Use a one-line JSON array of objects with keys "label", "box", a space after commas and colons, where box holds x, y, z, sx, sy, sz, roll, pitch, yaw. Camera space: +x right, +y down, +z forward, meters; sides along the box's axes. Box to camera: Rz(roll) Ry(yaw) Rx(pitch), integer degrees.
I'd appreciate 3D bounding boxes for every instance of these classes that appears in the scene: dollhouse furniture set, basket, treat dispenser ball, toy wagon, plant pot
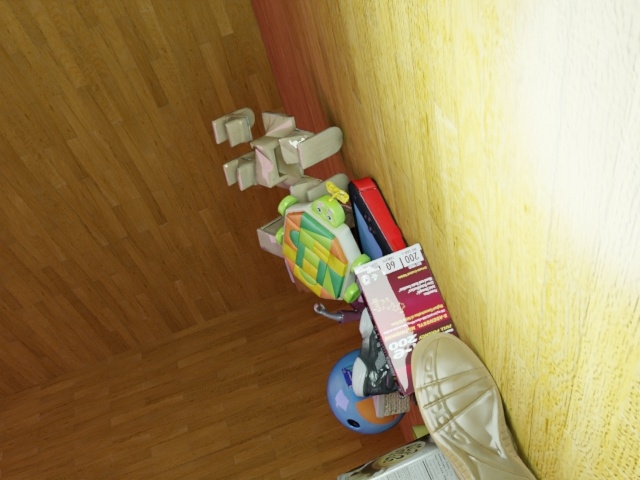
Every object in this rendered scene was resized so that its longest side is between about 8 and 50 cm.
[{"label": "dollhouse furniture set", "box": [-0.059, -0.178, 1.724, 0.362, 0.256, 0.394, 21, 132, 41]}, {"label": "basket", "box": [0.205, 0.417, 1.792, 0.113, 0.103, 0.167, -99, 4, -57]}, {"label": "treat dispenser ball", "box": [0.166, 0.511, 2.098, 0.288, 0.288, 0.288, 160, 90, -88]}, {"label": "toy wagon", "box": [0.000, 0.000, 1.493, 0.267, 0.068, 0.344, 39, 147, 21]}, {"label": "plant pot", "box": [0.294, 0.509, 1.519, 0.134, 0.095, 0.134, 160, 90, -88]}]

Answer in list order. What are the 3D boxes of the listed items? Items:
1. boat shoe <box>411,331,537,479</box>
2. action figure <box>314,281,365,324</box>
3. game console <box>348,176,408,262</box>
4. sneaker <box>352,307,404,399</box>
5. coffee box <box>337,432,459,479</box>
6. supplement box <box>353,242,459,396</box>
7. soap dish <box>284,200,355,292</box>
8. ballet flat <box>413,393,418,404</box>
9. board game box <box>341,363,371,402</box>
[{"label": "boat shoe", "box": [0.238, 0.309, 0.941, 0.342, 0.123, 0.123, 62, 173, 23]}, {"label": "action figure", "box": [0.131, 0.153, 1.988, 0.276, 0.248, 0.370, 11, 151, 36]}, {"label": "game console", "box": [0.158, 0.071, 1.388, 0.386, 0.060, 0.342, 73, 176, -60]}, {"label": "sneaker", "box": [0.174, 0.267, 1.540, 0.101, 0.153, 0.268, 60, -141, -61]}, {"label": "coffee box", "box": [0.192, 0.490, 1.254, 0.168, 0.297, 0.118, 90, 157, -80]}, {"label": "supplement box", "box": [0.159, 0.141, 1.095, 0.073, 0.130, 0.239, 83, 165, -78]}, {"label": "soap dish", "box": [0.006, 0.025, 2.088, 0.118, 0.291, 0.229, 25, 158, 19]}, {"label": "ballet flat", "box": [0.272, 0.420, 1.815, 0.173, 0.049, 0.057, -116, 3, -67]}, {"label": "board game box", "box": [0.169, 0.351, 1.641, 0.160, 0.210, 0.047, -132, 23, -81]}]
